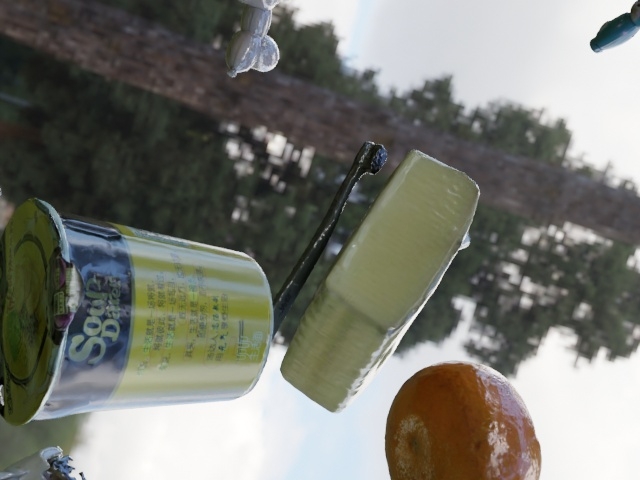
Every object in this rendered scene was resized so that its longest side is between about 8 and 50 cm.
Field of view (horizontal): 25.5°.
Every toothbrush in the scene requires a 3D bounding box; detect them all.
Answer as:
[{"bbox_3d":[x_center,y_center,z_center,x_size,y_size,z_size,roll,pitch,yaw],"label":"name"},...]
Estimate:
[{"bbox_3d":[0.000,0.000,1.645,0.030,0.030,0.297,12,-122,35],"label":"toothbrush"}]

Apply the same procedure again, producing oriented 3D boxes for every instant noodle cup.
[{"bbox_3d":[-0.180,0.073,1.348,0.215,0.236,0.215,-14,-106,58],"label":"instant noodle cup"}]

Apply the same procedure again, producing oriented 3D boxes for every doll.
[{"bbox_3d":[-0.066,-0.263,1.604,0.160,0.059,0.161,97,18,-46],"label":"doll"}]

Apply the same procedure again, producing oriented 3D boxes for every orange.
[{"bbox_3d":[0.184,0.261,1.789,0.224,0.170,0.224,2,-88,54],"label":"orange"}]

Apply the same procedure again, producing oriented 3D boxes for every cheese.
[{"bbox_3d":[0.069,0.055,1.713,0.242,0.124,0.265,-51,173,-30],"label":"cheese"}]

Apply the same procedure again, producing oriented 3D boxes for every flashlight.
[{"bbox_3d":[0.469,-0.326,2.172,0.129,0.051,0.051,-36,-143,44],"label":"flashlight"}]

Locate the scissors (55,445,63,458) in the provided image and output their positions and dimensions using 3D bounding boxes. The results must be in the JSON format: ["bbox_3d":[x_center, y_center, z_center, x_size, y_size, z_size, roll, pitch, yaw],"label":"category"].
[{"bbox_3d":[-0.373,0.319,1.886,0.085,0.022,0.176,-42,174,-44],"label":"scissors"}]

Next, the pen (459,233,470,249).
[{"bbox_3d":[0.146,0.021,2.000,0.025,0.204,0.025,14,-68,38],"label":"pen"}]

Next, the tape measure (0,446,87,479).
[{"bbox_3d":[-0.412,0.357,1.586,0.258,0.130,0.265,-40,165,26],"label":"tape measure"}]
